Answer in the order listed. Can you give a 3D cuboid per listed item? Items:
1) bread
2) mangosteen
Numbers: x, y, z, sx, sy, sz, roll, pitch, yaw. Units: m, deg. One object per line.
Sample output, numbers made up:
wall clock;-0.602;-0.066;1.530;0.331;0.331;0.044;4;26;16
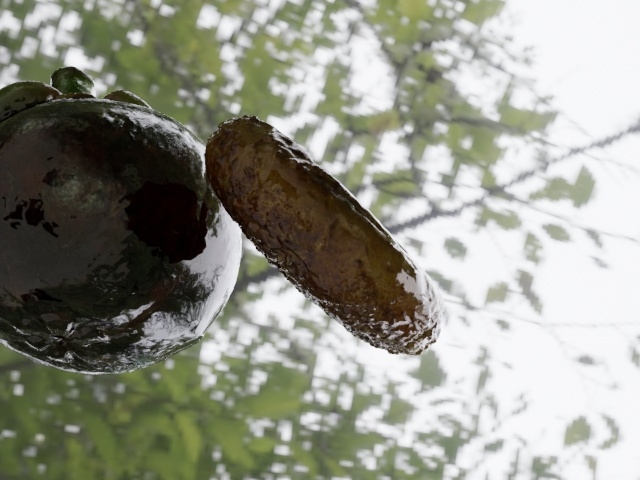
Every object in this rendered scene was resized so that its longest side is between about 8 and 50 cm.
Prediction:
bread;0.000;0.000;1.107;0.064;0.193;0.193;-46;-128;-1
mangosteen;-0.156;-0.014;1.244;0.216;0.216;0.216;-10;-107;38
